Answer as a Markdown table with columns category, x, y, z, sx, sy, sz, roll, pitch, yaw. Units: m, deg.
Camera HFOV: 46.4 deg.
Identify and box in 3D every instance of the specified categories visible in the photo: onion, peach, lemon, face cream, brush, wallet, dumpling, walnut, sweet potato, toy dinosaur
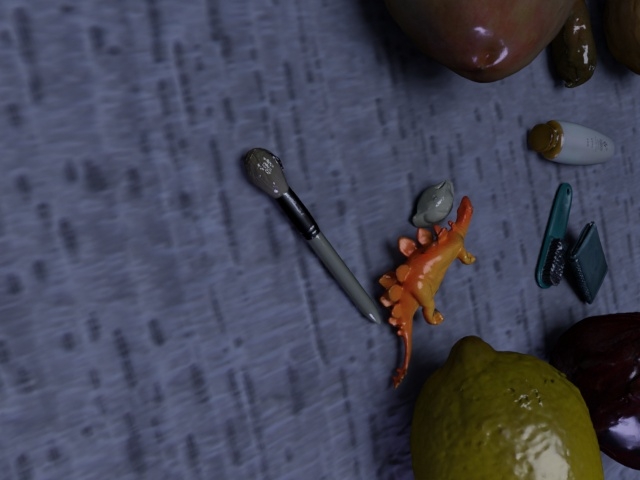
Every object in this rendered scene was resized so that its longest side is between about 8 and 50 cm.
| category | x | y | z | sx | sy | sz | roll | pitch | yaw |
| --- | --- | --- | --- | --- | --- | --- | --- | --- | --- |
| onion | 0.494 | 0.244 | 1.175 | 0.281 | 0.281 | 0.221 | 58 | 18 | -17 |
| peach | 0.215 | -0.360 | 1.007 | 0.292 | 0.247 | 0.292 | 26 | 49 | -34 |
| lemon | 0.238 | 0.277 | 0.978 | 0.245 | 0.245 | 0.319 | -15 | 88 | -35 |
| face cream | 0.427 | -0.163 | 1.262 | 0.182 | 0.051 | 0.072 | 2 | 86 | -36 |
| brush | 0.399 | -0.010 | 1.242 | 0.043 | 0.032 | 0.193 | 29 | 72 | -30 |
| wallet | 0.452 | 0.039 | 1.266 | 0.088 | 0.026 | 0.129 | -55 | 133 | -25 |
| dumpling | 0.168 | -0.048 | 1.078 | 0.059 | 0.043 | 0.077 | 54 | 54 | -45 |
| walnut | 0.597 | -0.401 | 1.323 | 0.195 | 0.195 | 0.221 | 13 | 86 | -34 |
| sweet potato | 0.415 | -0.394 | 1.262 | 0.075 | 0.075 | 0.273 | -12 | 91 | -35 |
| toy dinosaur | 0.135 | 0.055 | 1.026 | 0.117 | 0.070 | 0.288 | 38 | 75 | -36 |
| brush | 0.000 | 0.000 | 0.957 | 0.299 | 0.039 | 0.042 | 51 | 60 | -22 |
